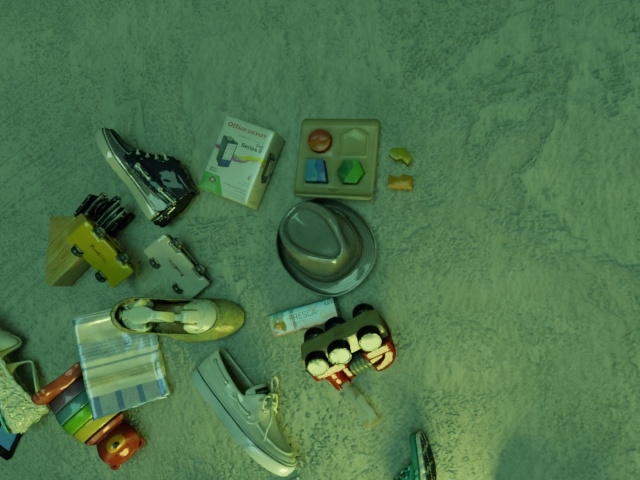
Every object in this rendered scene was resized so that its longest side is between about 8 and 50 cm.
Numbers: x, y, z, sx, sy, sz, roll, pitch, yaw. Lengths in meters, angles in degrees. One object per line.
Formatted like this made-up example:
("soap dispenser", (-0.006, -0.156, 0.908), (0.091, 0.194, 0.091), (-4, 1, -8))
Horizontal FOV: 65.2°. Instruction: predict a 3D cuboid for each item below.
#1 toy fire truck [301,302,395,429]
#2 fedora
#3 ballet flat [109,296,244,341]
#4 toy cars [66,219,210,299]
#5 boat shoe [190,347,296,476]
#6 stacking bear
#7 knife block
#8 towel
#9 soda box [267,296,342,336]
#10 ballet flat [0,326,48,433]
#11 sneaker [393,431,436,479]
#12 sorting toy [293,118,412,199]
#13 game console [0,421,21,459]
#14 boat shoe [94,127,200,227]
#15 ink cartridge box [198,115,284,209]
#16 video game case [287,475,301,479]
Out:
("toy fire truck", (0.098, 0.317, 1.233), (0.217, 0.158, 0.246), (-28, 118, 10))
("fedora", (0.000, 0.000, 1.258), (0.244, 0.124, 0.275), (-43, 70, 0))
("ballet flat", (-0.381, 0.203, 1.318), (0.349, 0.123, 0.123), (2, 86, 1))
("toy cars", (-0.494, 0.049, 1.390), (0.395, 0.087, 0.176), (10, 103, -2))
("boat shoe", (-0.166, 0.417, 1.288), (0.367, 0.136, 0.156), (43, 93, 23))
("stacking bear", (-0.613, 0.486, 1.369), (0.175, 0.164, 0.289), (-40, 88, -30))
("knife block", (-0.660, 0.000, 1.451), (0.242, 0.088, 0.275), (1, 85, 14))
("towel", (-0.539, 0.316, 1.361), (0.210, 0.034, 0.284), (-11, 78, -28))
("soda box", (-0.040, 0.199, 1.303), (0.183, 0.058, 0.062), (-16, 82, 11))
("ballet flat", (-0.930, 0.368, 1.481), (0.147, 0.147, 0.408), (-32, 82, 9))
("sneaker", (0.215, 0.596, 1.192), (0.110, 0.107, 0.274), (3, 86, 23))
("sorting toy", (0.087, -0.216, 1.299), (0.308, 0.041, 0.228), (4, 78, 14))
("game console", (-0.965, 0.570, 1.479), (0.124, 0.085, 0.143), (26, 92, 14))
("boat shoe", (-0.485, -0.213, 1.421), (0.158, 0.127, 0.340), (-37, 86, 2))
("ink cartridge box", (-0.213, -0.211, 1.361), (0.155, 0.093, 0.212), (23, 89, 15))
("video game case", (-0.094, 0.676, 1.301), (0.122, 0.011, 0.087), (-25, 80, 10))
